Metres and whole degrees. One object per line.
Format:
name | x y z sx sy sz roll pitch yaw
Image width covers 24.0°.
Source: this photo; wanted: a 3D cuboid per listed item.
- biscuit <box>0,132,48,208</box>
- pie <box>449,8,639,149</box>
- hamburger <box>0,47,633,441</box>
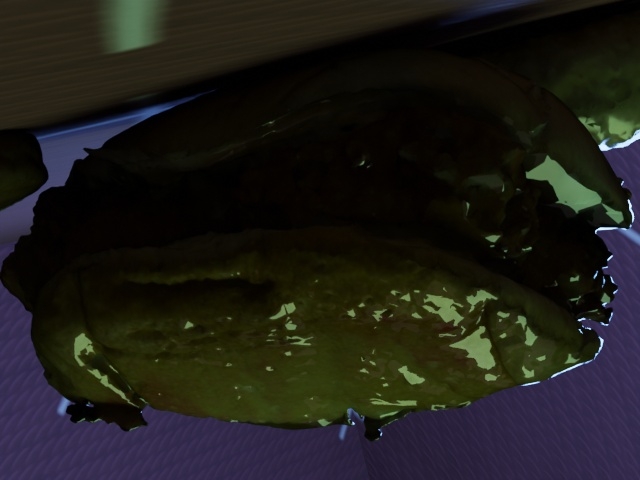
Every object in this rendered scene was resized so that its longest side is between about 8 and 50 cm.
biscuit | -0.261 -0.005 0.774 0.290 0.041 0.208 -13 180 42
pie | 0.132 -0.082 0.949 0.339 0.083 0.339 -10 180 0
hamburger | 0.000 0.000 0.743 0.282 0.155 0.245 15 146 -15
